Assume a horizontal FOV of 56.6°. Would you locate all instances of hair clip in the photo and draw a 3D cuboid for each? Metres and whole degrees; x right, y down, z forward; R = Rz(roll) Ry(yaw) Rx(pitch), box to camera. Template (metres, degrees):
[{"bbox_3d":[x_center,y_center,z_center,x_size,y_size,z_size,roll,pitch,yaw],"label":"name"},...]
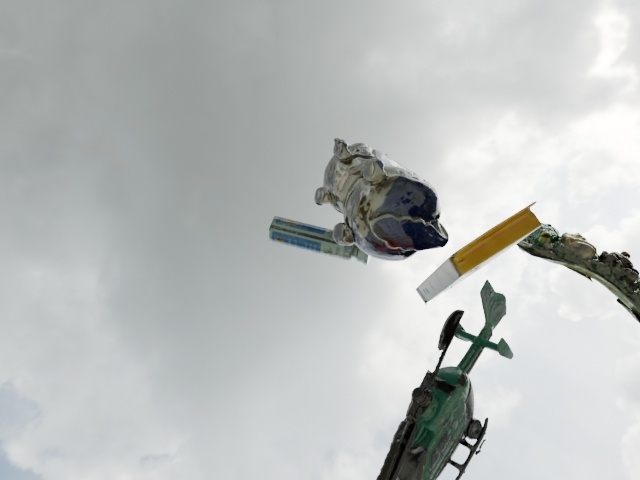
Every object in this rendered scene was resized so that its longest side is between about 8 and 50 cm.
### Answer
[{"bbox_3d":[0.509,0.046,1.087,0.321,0.138,0.091,31,-66,0],"label":"hair clip"}]

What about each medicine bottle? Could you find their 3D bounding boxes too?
[{"bbox_3d":[0.000,0.000,1.095,0.191,0.051,0.051,15,-91,9],"label":"medicine bottle"}]

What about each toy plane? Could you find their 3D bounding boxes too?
[{"bbox_3d":[0.202,0.245,0.937,0.382,0.106,0.155,-53,-51,-15],"label":"toy plane"}]

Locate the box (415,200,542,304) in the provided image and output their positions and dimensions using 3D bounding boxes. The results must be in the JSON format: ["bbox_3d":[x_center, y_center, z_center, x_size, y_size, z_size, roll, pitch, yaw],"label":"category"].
[{"bbox_3d":[0.210,0.026,0.816,0.129,0.247,0.033,-31,-101,-8],"label":"box"}]

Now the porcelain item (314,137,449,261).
[{"bbox_3d":[0.105,-0.060,0.940,0.186,0.288,0.138,17,-73,-22],"label":"porcelain item"}]
